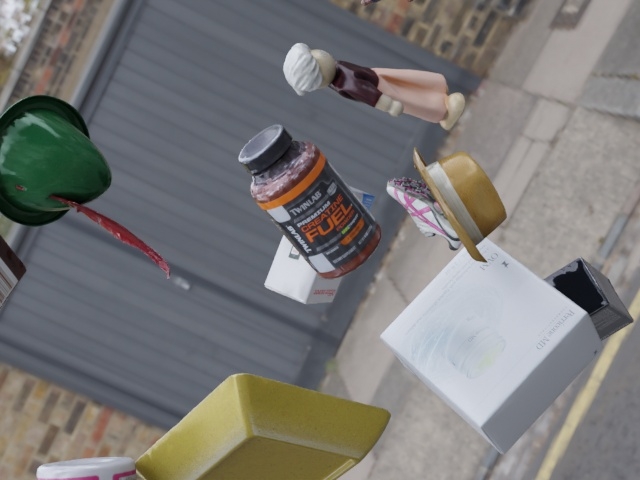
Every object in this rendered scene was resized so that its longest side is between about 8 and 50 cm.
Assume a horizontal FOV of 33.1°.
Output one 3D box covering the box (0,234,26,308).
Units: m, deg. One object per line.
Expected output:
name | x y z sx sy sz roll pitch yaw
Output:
box | -0.630 0.048 1.751 0.168 0.203 0.167 -64 -33 -33

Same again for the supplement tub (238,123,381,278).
supplement tub | -0.017 -0.051 1.356 0.106 0.198 0.106 -33 25 17

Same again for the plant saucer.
plant saucer | -0.094 0.369 1.818 0.333 0.333 0.081 -44 42 33

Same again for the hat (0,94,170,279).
hat | -0.290 -0.079 1.367 0.208 0.184 0.173 29 -101 -57

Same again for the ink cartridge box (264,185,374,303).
ink cartridge box | 0.000 0.000 1.810 0.203 0.086 0.148 -69 -18 5

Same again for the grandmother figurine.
grandmother figurine | 0.086 -0.289 1.978 0.208 0.342 0.104 34 111 59

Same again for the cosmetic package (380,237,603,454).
cosmetic package | 0.255 0.151 1.607 0.224 0.225 0.138 -46 -35 -5

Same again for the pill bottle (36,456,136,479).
pill bottle | -0.375 0.502 1.753 0.160 0.160 0.283 151 116 -75

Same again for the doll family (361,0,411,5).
doll family | 0.076 -0.310 1.170 0.193 0.111 0.076 169 96 -70

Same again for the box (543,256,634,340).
box | 0.382 0.152 1.848 0.261 0.184 0.103 -34 61 17

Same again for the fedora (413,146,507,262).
fedora | 0.204 -0.062 1.514 0.079 0.194 0.194 -32 15 8

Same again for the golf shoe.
golf shoe | 0.181 -0.049 1.881 0.186 0.067 0.086 34 120 37
